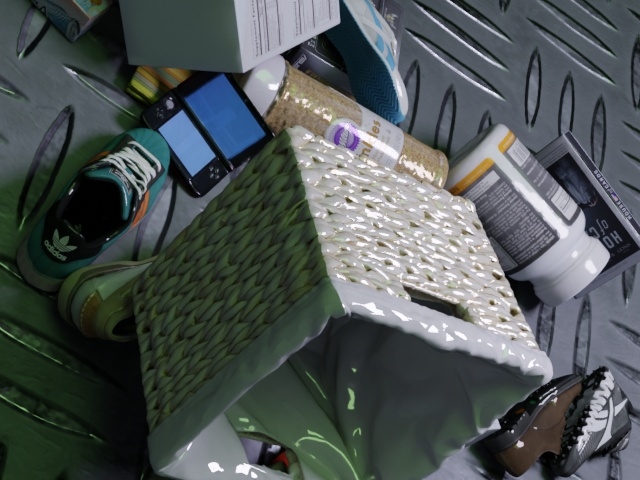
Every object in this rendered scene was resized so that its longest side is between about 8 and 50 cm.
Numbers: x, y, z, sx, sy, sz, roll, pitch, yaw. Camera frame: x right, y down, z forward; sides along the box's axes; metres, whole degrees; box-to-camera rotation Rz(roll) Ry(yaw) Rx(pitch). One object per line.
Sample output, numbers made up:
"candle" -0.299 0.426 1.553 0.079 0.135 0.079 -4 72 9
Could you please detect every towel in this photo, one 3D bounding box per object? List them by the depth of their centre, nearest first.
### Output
"towel" -0.205 -0.268 1.942 0.102 0.021 0.237 38 44 -21

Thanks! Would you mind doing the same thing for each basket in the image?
"basket" 0.008 0.103 1.479 0.328 0.331 0.266 20 38 -36

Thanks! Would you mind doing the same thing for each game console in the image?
"game console" -0.155 -0.154 1.840 0.144 0.085 0.124 55 43 -12

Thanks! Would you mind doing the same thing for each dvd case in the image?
"dvd case" 0.414 -0.040 2.182 0.030 0.179 0.238 -31 84 -42

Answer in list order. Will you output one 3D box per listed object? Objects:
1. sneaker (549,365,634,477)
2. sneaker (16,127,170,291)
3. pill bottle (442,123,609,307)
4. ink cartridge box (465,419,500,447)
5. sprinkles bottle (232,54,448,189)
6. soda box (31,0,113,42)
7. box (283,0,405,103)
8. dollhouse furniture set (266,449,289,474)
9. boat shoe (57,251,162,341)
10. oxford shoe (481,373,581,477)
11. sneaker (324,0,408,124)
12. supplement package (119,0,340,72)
"sneaker" 0.427 0.296 2.043 0.106 0.078 0.234 44 42 -4
"sneaker" -0.260 -0.059 1.680 0.108 0.121 0.302 42 44 -10
"pill bottle" 0.318 -0.037 2.116 0.278 0.162 0.162 48 43 -5
"ink cartridge box" 0.139 0.203 1.831 0.128 0.127 0.176 2 61 -38
"sprinkles bottle" 0.020 -0.158 1.978 0.355 0.121 0.121 28 48 -23
"soda box" -0.376 -0.364 1.830 0.183 0.063 0.058 46 44 -5
"box" 0.042 -0.331 2.159 0.183 0.056 0.231 28 48 -23
"dollhouse furniture set" -0.031 0.302 1.653 0.262 0.135 0.259 57 32 6
"boat shoe" -0.170 0.065 1.659 0.302 0.113 0.103 -19 35 -36
"oxford shoe" 0.327 0.275 1.983 0.227 0.083 0.096 -35 97 -39
"sneaker" 0.085 -0.285 2.060 0.092 0.087 0.228 -11 72 -45
"supplement package" -0.127 -0.368 1.858 0.263 0.199 0.198 -37 128 -51
